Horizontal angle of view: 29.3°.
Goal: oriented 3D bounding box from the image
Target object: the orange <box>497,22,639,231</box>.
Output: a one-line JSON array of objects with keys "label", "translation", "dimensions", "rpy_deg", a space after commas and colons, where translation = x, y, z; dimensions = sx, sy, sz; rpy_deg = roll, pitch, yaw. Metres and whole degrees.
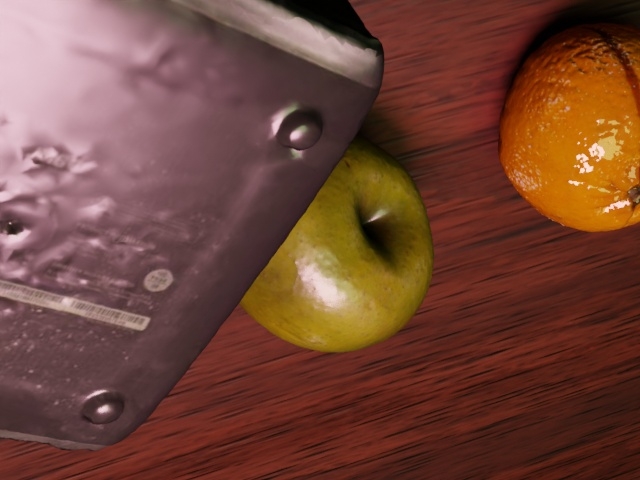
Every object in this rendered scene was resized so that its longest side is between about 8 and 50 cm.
[{"label": "orange", "translation": [0.254, -0.098, 1.098], "dimensions": [0.193, 0.161, 0.193], "rpy_deg": [-16, 131, -19]}]

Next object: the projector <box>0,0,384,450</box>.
[{"label": "projector", "translation": [-0.229, -0.074, 0.829], "dimensions": [0.395, 0.242, 0.405], "rpy_deg": [18, 119, -37]}]

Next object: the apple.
[{"label": "apple", "translation": [0.000, 0.000, 1.046], "dimensions": [0.157, 0.196, 0.196], "rpy_deg": [-21, 143, 35]}]
